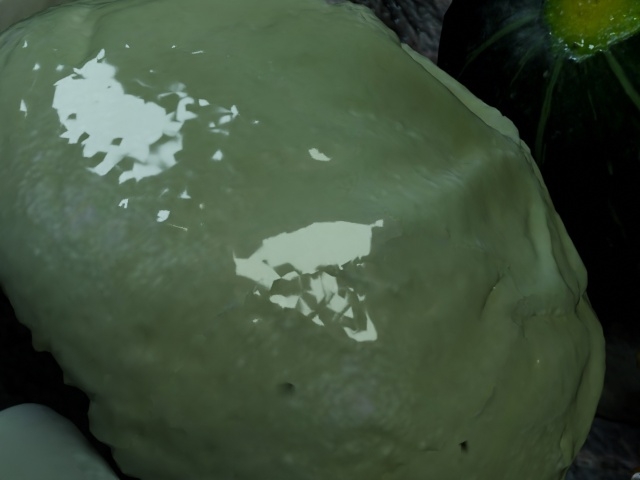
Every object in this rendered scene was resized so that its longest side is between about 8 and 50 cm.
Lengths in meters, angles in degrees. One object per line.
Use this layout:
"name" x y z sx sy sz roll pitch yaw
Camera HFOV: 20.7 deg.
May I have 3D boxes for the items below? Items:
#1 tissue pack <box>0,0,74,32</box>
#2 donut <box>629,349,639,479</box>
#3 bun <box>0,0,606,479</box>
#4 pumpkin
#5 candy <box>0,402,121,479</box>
"tissue pack" -0.138 -0.135 0.987 0.071 0.170 0.325 40 50 12
"donut" 0.283 0.207 0.890 0.377 0.163 0.435 20 47 11
"bun" 0.000 -0.004 0.844 0.364 0.202 0.364 41 10 -9
"pumpkin" 0.225 -0.100 1.079 0.296 0.296 0.296 12 53 -17
"candy" -0.220 0.214 0.682 0.358 0.208 0.145 -21 53 -33
